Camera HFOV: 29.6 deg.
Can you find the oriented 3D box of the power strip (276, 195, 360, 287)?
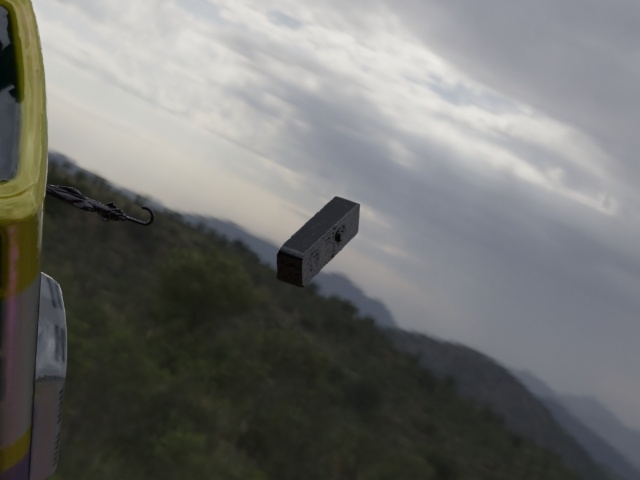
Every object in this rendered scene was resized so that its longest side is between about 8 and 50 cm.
[{"bbox_3d":[0.000,0.000,1.096,0.029,0.037,0.111,19,39,23],"label":"power strip"}]

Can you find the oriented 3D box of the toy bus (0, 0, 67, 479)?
[{"bbox_3d":[-0.293,0.052,0.797,0.249,0.209,0.439,-1,-41,-16],"label":"toy bus"}]

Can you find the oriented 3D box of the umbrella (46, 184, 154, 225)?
[{"bbox_3d":[-0.195,-0.030,1.001,0.122,0.022,0.013,14,8,12],"label":"umbrella"}]
